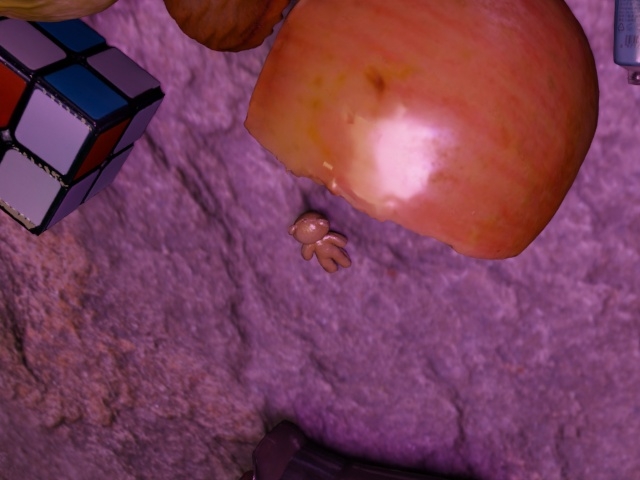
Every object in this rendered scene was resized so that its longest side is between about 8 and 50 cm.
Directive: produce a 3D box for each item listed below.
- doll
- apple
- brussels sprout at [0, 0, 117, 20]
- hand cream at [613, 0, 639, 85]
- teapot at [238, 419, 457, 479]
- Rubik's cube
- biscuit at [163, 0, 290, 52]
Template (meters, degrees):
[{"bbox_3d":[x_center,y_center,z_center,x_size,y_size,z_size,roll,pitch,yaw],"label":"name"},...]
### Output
[{"bbox_3d":[-0.001,0.006,0.948,0.062,0.051,0.093,-21,109,19],"label":"doll"},{"bbox_3d":[0.117,-0.136,0.767,0.309,0.314,0.252,28,163,8],"label":"apple"},{"bbox_3d":[-0.292,-0.300,0.793,0.223,0.223,0.161,9,121,14],"label":"brussels sprout"},{"bbox_3d":[0.310,-0.258,0.723,0.083,0.048,0.224,7,112,14],"label":"hand cream"},{"bbox_3d":[0.049,0.429,1.038,0.362,0.305,0.376,24,150,16],"label":"teapot"},{"bbox_3d":[-0.322,-0.147,0.912,0.183,0.167,0.180,40,120,-5],"label":"Rubik's cube"},{"bbox_3d":[-0.100,-0.335,0.719,0.318,0.040,0.317,31,128,50],"label":"biscuit"}]
